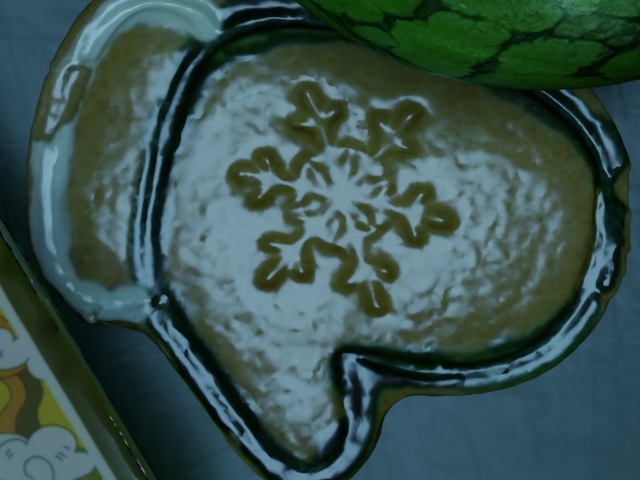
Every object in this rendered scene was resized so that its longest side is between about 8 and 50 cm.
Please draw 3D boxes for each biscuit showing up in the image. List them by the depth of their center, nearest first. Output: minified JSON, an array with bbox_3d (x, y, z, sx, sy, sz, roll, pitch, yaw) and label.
[{"bbox_3d":[0.000,0.000,0.922,0.343,0.057,0.287,13,89,-1],"label":"biscuit"}]

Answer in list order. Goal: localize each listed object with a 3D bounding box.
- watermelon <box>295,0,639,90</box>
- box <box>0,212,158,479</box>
[{"bbox_3d":[0.104,-0.236,0.792,0.363,0.363,0.363,0,89,-1],"label":"watermelon"},{"bbox_3d":[-0.319,0.093,0.804,0.373,0.138,0.420,-29,81,-17],"label":"box"}]
